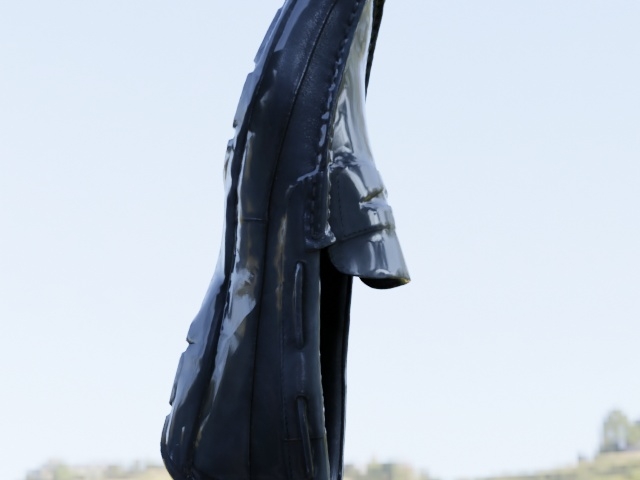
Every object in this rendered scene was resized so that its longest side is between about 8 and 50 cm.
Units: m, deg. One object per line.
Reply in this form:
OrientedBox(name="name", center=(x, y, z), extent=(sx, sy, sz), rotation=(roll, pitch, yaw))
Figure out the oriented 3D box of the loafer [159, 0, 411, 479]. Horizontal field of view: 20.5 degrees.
OrientedBox(name="loafer", center=(0.000, 0.000, 0.695), extent=(0.078, 0.223, 0.076), rotation=(12, -2, 15))
